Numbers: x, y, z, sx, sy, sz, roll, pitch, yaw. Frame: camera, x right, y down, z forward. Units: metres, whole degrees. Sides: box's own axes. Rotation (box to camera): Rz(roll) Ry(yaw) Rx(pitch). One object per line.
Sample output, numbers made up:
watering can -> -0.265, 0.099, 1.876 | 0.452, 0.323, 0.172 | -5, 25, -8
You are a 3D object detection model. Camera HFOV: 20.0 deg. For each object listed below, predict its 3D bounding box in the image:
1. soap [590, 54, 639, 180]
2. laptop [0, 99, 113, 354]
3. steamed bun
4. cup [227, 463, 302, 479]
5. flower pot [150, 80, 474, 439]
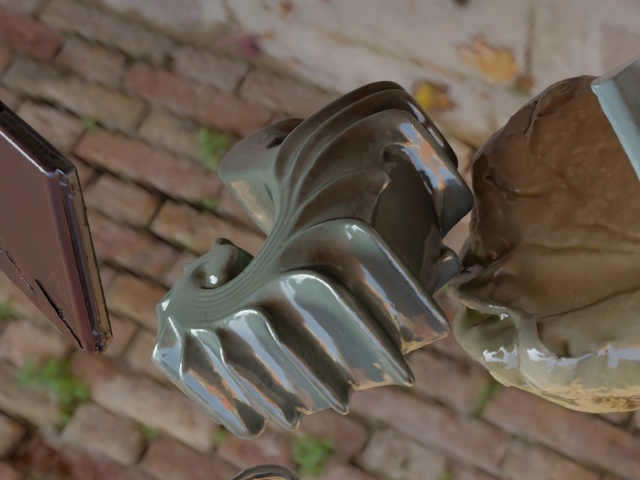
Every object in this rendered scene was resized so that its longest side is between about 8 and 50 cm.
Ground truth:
soap -> 0.315, -0.009, 1.329 | 0.095, 0.289, 0.173 | -32, 148, 18
laptop -> -0.215, -0.022, 1.324 | 0.154, 0.026, 0.207 | 40, 152, 31
steamed bun -> 0.291, 0.011, 1.696 | 0.325, 0.372, 0.230 | 8, 148, 18
cup -> -0.089, 0.349, 1.789 | 0.234, 0.258, 0.186 | 3, 165, -9
flower pot -> 0.000, 0.000, 1.651 | 0.254, 0.367, 0.164 | -22, 123, 32
